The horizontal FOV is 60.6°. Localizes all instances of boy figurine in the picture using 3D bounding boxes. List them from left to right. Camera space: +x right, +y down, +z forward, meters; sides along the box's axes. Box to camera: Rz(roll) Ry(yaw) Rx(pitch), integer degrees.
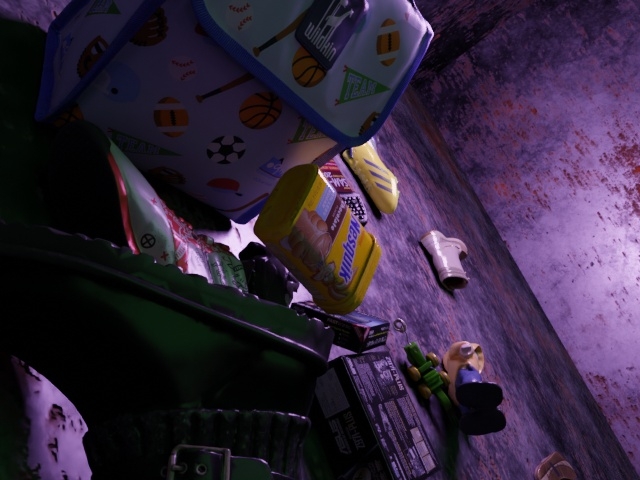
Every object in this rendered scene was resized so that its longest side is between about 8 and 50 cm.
[{"bbox_3d":[0.297,0.283,1.087,0.285,0.092,0.177,-32,113,-78],"label":"boy figurine"}]

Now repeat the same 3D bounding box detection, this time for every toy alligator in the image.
[{"bbox_3d":[0.185,0.231,1.027,0.189,0.056,0.051,59,-16,6],"label":"toy alligator"}]

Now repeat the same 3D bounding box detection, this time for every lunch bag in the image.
[{"bbox_3d":[-0.091,-0.232,0.671,0.328,0.385,0.238,30,34,-47],"label":"lunch bag"}]

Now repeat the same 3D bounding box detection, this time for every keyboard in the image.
[{"bbox_3d":[0.010,-0.045,0.950,0.192,0.038,0.100,-7,71,-33],"label":"keyboard"}]

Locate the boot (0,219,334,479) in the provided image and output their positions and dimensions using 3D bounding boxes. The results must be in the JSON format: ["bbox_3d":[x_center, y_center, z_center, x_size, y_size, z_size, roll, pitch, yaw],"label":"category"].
[{"bbox_3d":[-0.154,0.146,0.388,0.348,0.131,0.260,20,64,-14],"label":"boot"}]

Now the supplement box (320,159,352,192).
[{"bbox_3d":[-0.021,-0.138,1.076,0.239,0.073,0.130,60,24,6],"label":"supplement box"}]

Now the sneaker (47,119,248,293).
[{"bbox_3d":[-0.173,0.001,0.587,0.270,0.090,0.145,61,23,4],"label":"sneaker"}]

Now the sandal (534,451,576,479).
[{"bbox_3d":[0.557,0.561,1.323,0.180,0.049,0.072,4,49,-44],"label":"sandal"}]

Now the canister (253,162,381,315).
[{"bbox_3d":[0.000,0.000,0.708,0.170,0.073,0.126,50,53,-38],"label":"canister"}]

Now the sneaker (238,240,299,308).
[{"bbox_3d":[-0.081,0.079,0.682,0.106,0.078,0.234,42,23,-22],"label":"sneaker"}]

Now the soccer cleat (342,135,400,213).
[{"bbox_3d":[0.115,-0.190,1.423,0.121,0.093,0.289,-4,63,-29],"label":"soccer cleat"}]

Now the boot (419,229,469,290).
[{"bbox_3d":[0.382,0.069,1.580,0.213,0.077,0.165,20,41,-46],"label":"boot"}]

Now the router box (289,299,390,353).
[{"bbox_3d":[0.026,0.120,0.786,0.092,0.122,0.038,5,99,-62],"label":"router box"}]

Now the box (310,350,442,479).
[{"bbox_3d":[0.069,0.248,0.742,0.147,0.078,0.180,12,49,-58],"label":"box"}]
